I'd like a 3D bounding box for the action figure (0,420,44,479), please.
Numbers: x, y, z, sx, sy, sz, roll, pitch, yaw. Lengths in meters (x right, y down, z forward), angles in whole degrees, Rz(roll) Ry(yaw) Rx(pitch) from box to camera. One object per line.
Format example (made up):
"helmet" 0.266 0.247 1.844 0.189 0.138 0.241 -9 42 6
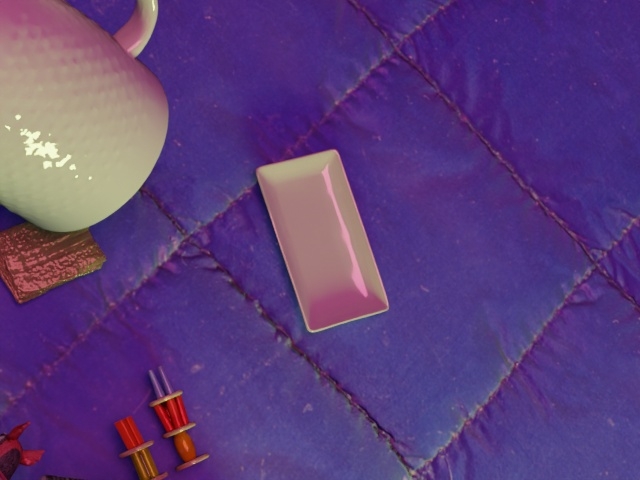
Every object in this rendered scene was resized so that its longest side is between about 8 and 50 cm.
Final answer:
"action figure" -0.503 0.347 1.596 0.370 0.276 0.248 -42 90 -21

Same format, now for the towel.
"towel" -0.395 0.017 1.852 0.148 0.027 0.110 -26 85 -23

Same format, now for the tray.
"tray" 0.000 0.000 1.997 0.145 0.030 0.270 -15 81 -23

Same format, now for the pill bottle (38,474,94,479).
"pill bottle" -0.249 0.380 1.654 0.245 0.130 0.130 11 73 -17

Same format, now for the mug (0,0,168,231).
"mug" -0.370 -0.234 1.687 0.374 0.328 0.276 -46 52 4

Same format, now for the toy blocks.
"toy blocks" -0.239 0.263 1.822 0.123 0.054 0.148 -20 84 -34
